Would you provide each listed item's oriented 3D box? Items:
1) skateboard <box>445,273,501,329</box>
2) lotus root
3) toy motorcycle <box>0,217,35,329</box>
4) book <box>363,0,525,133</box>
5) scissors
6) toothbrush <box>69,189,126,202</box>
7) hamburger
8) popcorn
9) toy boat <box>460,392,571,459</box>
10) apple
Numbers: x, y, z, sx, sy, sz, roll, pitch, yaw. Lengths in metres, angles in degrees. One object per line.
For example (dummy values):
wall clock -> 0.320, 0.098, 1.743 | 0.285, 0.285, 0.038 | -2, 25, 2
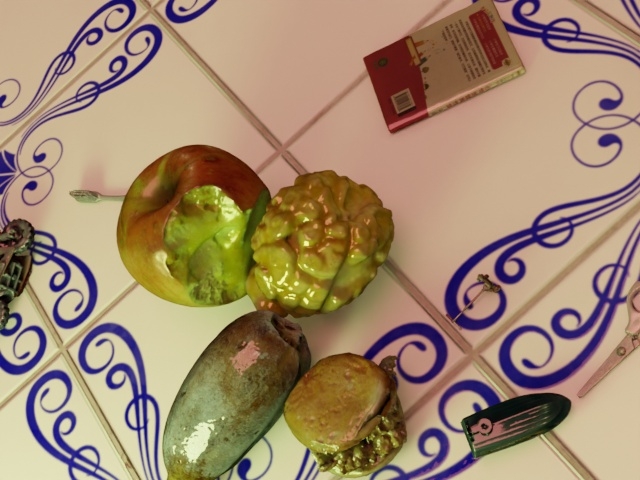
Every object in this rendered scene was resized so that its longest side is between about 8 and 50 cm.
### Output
skateboard -> 0.205, 0.082, 1.255 | 0.083, 0.064, 0.032 | -49, 63, 9
lotus root -> -0.141, 0.240, 1.273 | 0.140, 0.158, 0.322 | 38, 99, 10
toy motorcycle -> -0.581, 0.060, 1.618 | 0.118, 0.084, 0.213 | 8, 74, 19
book -> 0.193, -0.283, 1.462 | 0.231, 0.022, 0.162 | -24, 60, 12
scissors -> 0.396, 0.133, 1.165 | 0.189, 0.015, 0.100 | -47, 54, 0
toothbrush -> -0.294, -0.074, 1.580 | 0.354, 0.029, 0.024 | 3, 80, 26
hamburger -> 0.045, 0.226, 1.218 | 0.159, 0.131, 0.185 | 30, 74, 42
popcorn -> -0.006, 0.007, 1.306 | 0.217, 0.181, 0.235 | -52, 5, 38
toy boat -> 0.252, 0.229, 1.158 | 0.141, 0.060, 0.055 | -22, 58, 5
apple -> -0.175, -0.015, 1.371 | 0.246, 0.226, 0.246 | -24, 45, 27
